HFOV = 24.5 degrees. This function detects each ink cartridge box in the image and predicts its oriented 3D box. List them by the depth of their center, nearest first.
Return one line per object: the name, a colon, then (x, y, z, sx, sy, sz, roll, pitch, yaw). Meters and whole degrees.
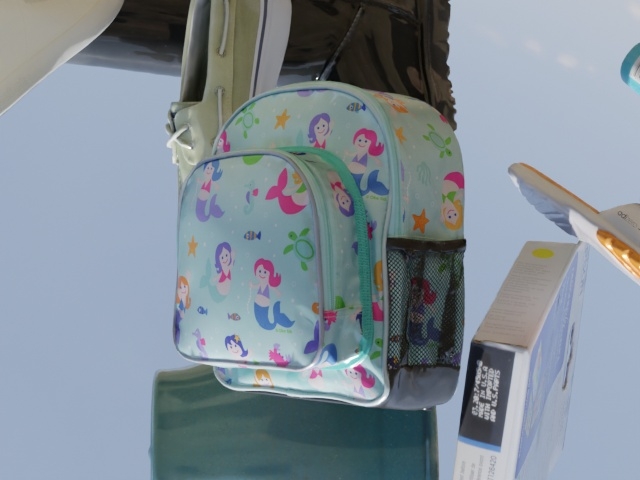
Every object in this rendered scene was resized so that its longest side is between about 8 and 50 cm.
ink cartridge box: (0.203, 0.166, 1.510, 0.072, 0.303, 0.307, 11, -153, 16)

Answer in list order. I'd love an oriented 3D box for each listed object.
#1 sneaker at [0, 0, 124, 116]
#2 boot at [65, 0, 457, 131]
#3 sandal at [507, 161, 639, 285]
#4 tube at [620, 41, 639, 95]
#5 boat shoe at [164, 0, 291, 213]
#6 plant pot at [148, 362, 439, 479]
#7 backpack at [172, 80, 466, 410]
sneaker: (-0.281, -0.211, 1.350, 0.123, 0.106, 0.290, 59, -142, -20)
boot: (-0.088, -0.186, 1.570, 0.445, 0.146, 0.367, 13, -129, -15)
sandal: (0.283, -0.015, 1.327, 0.265, 0.076, 0.102, 40, 179, 29)
tube: (0.374, -0.123, 1.426, 0.052, 0.080, 0.207, -19, -135, -23)
boat shoe: (-0.107, -0.116, 1.455, 0.094, 0.302, 0.109, 11, 176, -29)
plant pot: (-0.033, 0.209, 1.399, 0.255, 0.271, 0.271, 0, -160, -4)
backpack: (0.000, 0.000, 1.168, 0.191, 0.253, 0.225, 11, 174, -44)
